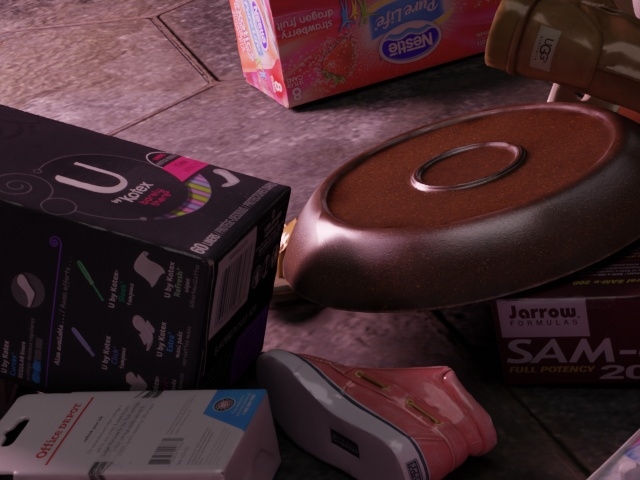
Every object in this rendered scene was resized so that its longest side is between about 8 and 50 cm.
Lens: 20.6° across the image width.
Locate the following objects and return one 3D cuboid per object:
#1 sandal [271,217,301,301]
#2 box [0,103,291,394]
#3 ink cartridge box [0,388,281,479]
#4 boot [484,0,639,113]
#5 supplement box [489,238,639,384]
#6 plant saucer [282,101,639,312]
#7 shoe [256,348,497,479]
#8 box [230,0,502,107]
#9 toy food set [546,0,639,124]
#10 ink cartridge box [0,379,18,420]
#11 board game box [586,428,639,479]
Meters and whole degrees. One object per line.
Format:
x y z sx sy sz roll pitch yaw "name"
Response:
0.000 0.000 1.444 0.180 0.049 0.072 -27 28 -34 "sandal"
-0.180 0.012 1.270 0.270 0.143 0.165 16 24 13 "box"
-0.127 0.148 1.147 0.180 0.060 0.104 -2 25 18 "ink cartridge box"
0.280 -0.126 1.352 0.269 0.089 0.236 22 26 15 "boot"
0.217 0.017 1.283 0.130 0.073 0.239 -3 24 23 "supplement box"
0.115 -0.038 1.323 0.310 0.050 0.310 -14 21 5 "plant saucer"
0.035 0.111 1.169 0.081 0.063 0.178 -23 31 -29 "shoe"
0.063 -0.263 1.890 0.300 0.154 0.142 -17 24 -17 "box"
0.344 -0.142 1.432 0.306 0.092 0.220 7 64 35 "toy food set"
-0.359 0.135 1.224 0.261 0.066 0.296 0 23 -1 "ink cartridge box"
0.292 0.171 0.931 0.390 0.050 0.390 10 31 39 "board game box"
